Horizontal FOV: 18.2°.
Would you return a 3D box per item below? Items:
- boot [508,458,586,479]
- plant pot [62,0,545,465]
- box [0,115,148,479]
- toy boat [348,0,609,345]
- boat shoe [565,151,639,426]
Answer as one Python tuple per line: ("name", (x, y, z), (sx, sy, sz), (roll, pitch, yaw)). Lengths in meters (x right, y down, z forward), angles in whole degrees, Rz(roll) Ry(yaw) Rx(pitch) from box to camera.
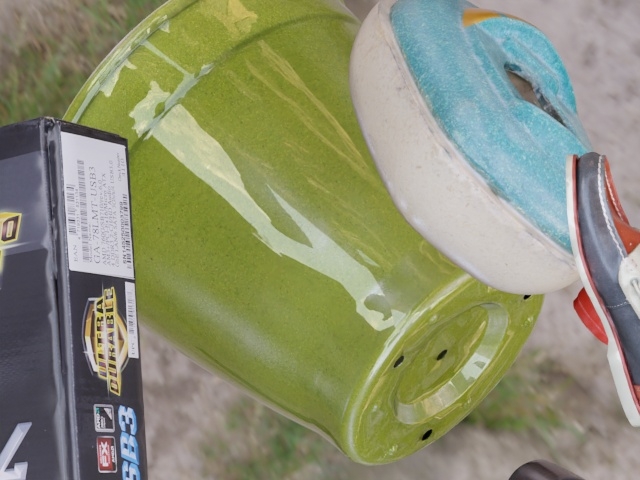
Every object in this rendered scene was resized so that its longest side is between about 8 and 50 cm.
("boot", (0.238, 0.335, 1.535), (0.096, 0.280, 0.264), (-3, 111, -29))
("plant pot", (0.000, 0.000, 1.763), (0.366, 0.353, 0.366), (-34, 149, -24))
("box", (-0.229, 0.104, 1.079), (0.073, 0.295, 0.293), (14, 70, -57))
("toy boat", (0.158, -0.053, 1.331), (0.148, 0.267, 0.318), (-42, 123, 18))
("boat shoe", (0.143, 0.021, 0.894), (0.043, 0.049, 0.137), (-13, 108, 23))
